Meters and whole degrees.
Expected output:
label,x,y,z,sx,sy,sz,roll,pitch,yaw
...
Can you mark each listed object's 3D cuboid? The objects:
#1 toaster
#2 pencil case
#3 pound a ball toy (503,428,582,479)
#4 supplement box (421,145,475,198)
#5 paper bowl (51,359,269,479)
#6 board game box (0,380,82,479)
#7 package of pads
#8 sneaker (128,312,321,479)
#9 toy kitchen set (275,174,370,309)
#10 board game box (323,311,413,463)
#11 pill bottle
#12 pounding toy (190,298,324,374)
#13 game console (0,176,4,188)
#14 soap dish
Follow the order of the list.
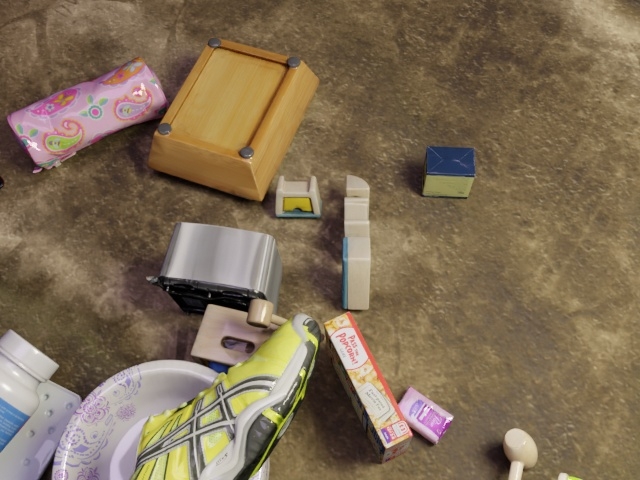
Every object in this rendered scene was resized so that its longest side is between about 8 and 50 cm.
label,x,y,z,sx,sy,sz,roll,pitch,yaw
toaster,-0.155,0.055,1.047,0.168,0.186,0.110,7,69,6
pencil case,-0.428,-0.235,1.241,0.284,0.124,0.124,-28,66,-10
pound a ball toy,0.335,0.436,0.887,0.208,0.136,0.319,1,61,31
supplement box,0.223,-0.118,1.170,0.083,0.083,0.056,3,64,4
paper bowl,-0.212,0.323,0.936,0.284,0.148,0.284,-1,63,2
board game box,-0.613,0.339,1.000,0.389,0.050,0.390,22,66,12
package of pads,0.155,0.266,1.014,0.083,0.032,0.050,34,72,17
sneaker,-0.136,0.235,0.819,0.147,0.145,0.385,32,67,15
toy kitchen set,0.000,0.000,1.125,0.166,0.122,0.207,0,44,3
board game box,0.066,0.219,0.977,0.045,0.147,0.194,-24,66,-9
pill bottle,-0.483,0.241,0.946,0.124,0.124,0.221,32,69,16
pounding toy,-0.091,0.162,0.978,0.181,0.206,0.094,12,65,8
game console,-0.680,-0.116,1.210,0.144,0.124,0.085,-42,43,-17
soap dish,-0.158,-0.232,1.224,0.228,0.118,0.291,18,65,11
